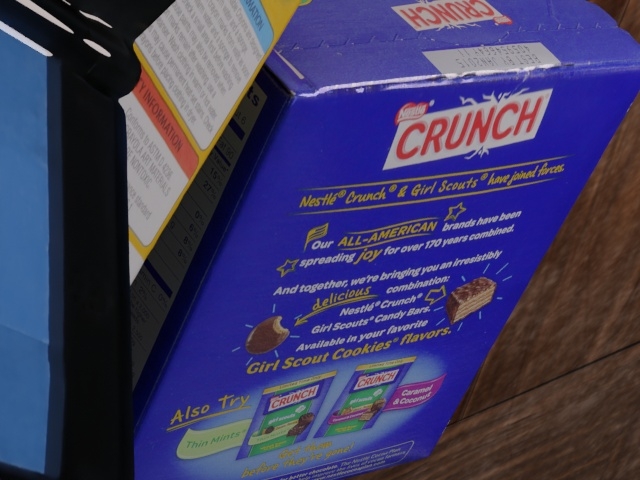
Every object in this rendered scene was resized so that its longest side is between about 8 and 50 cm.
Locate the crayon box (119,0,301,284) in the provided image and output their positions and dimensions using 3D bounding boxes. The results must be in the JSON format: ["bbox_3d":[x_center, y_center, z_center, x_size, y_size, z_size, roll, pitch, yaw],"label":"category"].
[{"bbox_3d":[-0.084,-0.126,0.675,0.323,0.083,0.203,-59,153,-17],"label":"crayon box"}]

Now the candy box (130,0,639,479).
[{"bbox_3d":[0.000,0.000,0.969,0.268,0.122,0.317,-8,137,-41],"label":"candy box"}]

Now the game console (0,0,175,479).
[{"bbox_3d":[-0.080,-0.082,0.426,0.250,0.173,0.293,-43,149,10],"label":"game console"}]
